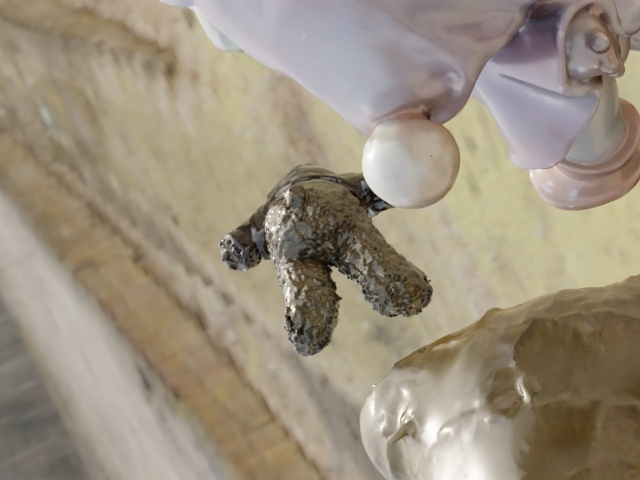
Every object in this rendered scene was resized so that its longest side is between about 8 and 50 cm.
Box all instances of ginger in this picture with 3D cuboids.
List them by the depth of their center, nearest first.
[{"bbox_3d":[0.132,0.130,0.863,0.123,0.219,0.270,56,-175,-39],"label":"ginger"}]

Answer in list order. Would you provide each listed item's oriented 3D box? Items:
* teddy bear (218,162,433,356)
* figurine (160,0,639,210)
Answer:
[{"bbox_3d":[-0.003,-0.006,1.049,0.160,0.119,0.078,-116,2,-61],"label":"teddy bear"},{"bbox_3d":[0.055,-0.103,0.709,0.133,0.276,0.200,-36,46,38],"label":"figurine"}]
